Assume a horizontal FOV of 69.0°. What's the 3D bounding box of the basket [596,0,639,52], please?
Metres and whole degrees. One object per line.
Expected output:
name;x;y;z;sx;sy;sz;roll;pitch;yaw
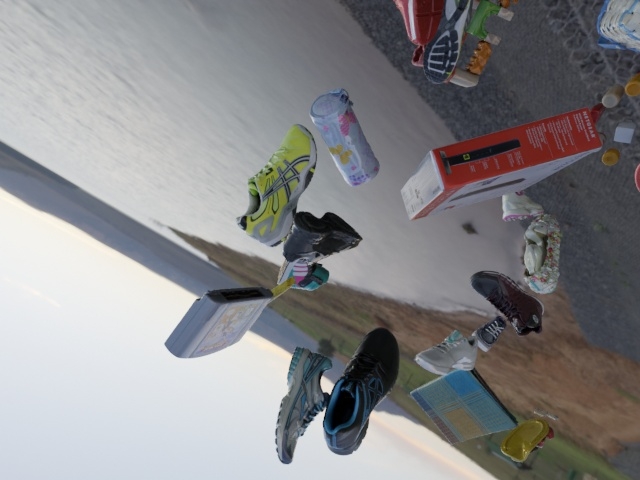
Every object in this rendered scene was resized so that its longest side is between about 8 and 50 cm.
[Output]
basket;0.854;-0.615;1.214;0.201;0.255;0.289;24;-147;-3

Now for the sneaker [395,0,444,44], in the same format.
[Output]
sneaker;0.148;-0.472;0.853;0.087;0.221;0.128;-20;-156;-36

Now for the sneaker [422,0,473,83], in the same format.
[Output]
sneaker;0.399;-0.626;1.407;0.111;0.300;0.121;27;-149;25

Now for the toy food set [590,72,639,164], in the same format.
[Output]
toy food set;0.798;-0.332;1.262;0.111;0.104;0.232;19;133;35

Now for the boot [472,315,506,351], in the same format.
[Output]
boot;0.547;0.291;1.498;0.069;0.086;0.190;47;-159;13

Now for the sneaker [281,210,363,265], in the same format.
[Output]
sneaker;0.000;0.000;1.204;0.286;0.130;0.109;5;-145;-53

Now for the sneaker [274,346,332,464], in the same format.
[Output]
sneaker;-0.038;0.414;1.169;0.122;0.283;0.110;10;159;5

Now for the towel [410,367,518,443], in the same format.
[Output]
towel;0.539;0.637;1.795;0.271;0.040;0.370;51;140;10

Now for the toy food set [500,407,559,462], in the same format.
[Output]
toy food set;0.692;0.650;1.513;0.071;0.218;0.128;58;161;-1

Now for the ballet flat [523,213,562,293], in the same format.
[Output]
ballet flat;0.531;0.016;1.126;0.077;0.241;0.091;30;141;-17

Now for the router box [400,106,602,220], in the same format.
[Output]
router box;0.350;-0.145;0.989;0.301;0.082;0.335;-15;173;-1

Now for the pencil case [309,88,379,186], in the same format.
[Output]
pencil case;0.071;-0.277;1.278;0.113;0.124;0.273;-2;140;30

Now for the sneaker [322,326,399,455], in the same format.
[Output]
sneaker;0.108;0.359;1.168;0.125;0.341;0.139;13;147;24

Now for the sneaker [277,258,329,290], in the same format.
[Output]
sneaker;-0.039;0.095;1.816;0.178;0.124;0.295;18;134;-14

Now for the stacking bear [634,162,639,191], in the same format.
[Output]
stacking bear;0.979;-0.212;1.196;0.175;0.289;0.164;63;165;-8

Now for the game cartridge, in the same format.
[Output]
game cartridge;-0.252;0.208;1.191;0.062;0.198;0.297;37;-169;20

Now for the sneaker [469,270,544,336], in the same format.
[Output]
sneaker;0.622;0.217;1.533;0.281;0.162;0.106;27;130;-4

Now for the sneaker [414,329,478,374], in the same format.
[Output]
sneaker;0.304;0.258;1.107;0.212;0.094;0.080;7;-165;-43

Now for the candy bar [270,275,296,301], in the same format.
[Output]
candy bar;-0.139;0.160;1.375;0.018;0.161;0.040;45;-166;-32

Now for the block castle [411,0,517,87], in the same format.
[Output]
block castle;0.490;-0.788;1.600;0.213;0.453;0.303;13;-149;-18

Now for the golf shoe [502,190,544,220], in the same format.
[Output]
golf shoe;0.876;-0.160;2.015;0.115;0.140;0.306;-17;173;42

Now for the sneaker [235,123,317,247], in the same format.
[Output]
sneaker;-0.125;-0.179;1.373;0.147;0.384;0.145;25;164;-34
